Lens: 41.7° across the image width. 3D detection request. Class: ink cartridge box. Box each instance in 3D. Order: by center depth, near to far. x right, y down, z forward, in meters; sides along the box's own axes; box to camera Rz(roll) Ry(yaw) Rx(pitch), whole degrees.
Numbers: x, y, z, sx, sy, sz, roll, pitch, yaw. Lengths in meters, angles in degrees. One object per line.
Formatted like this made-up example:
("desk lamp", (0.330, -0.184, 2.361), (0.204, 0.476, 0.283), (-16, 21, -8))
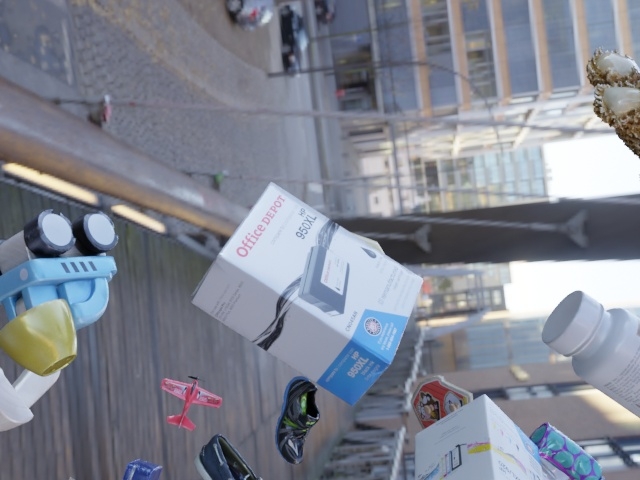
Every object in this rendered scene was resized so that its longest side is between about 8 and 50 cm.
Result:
("ink cartridge box", (0.279, 0.429, 1.463), (0.171, 0.168, 0.232), (45, 24, -18))
("ink cartridge box", (-0.021, 0.102, 1.727), (0.166, 0.395, 0.285), (-56, -177, 40))

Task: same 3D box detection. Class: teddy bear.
("teddy bear", (0.533, -0.167, 1.337), (0.338, 0.113, 0.245), (19, 42, -37))

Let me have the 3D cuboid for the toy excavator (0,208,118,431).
("toy excavator", (-0.624, 0.173, 1.913), (0.433, 0.222, 0.445), (-3, 70, -60))

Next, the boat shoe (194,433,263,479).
("boat shoe", (-0.143, 0.490, 1.651), (0.254, 0.079, 0.095), (46, 18, 26))

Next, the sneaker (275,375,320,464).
("sneaker", (-0.045, 0.382, 1.765), (0.067, 0.078, 0.188), (6, 95, -43))

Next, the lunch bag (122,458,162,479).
("lunch bag", (-0.391, 0.513, 1.825), (0.098, 0.065, 0.067), (60, 49, -79))

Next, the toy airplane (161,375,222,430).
("toy airplane", (-0.308, 0.382, 1.970), (0.028, 0.151, 0.151), (116, -20, -46))

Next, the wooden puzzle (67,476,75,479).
("wooden puzzle", (-0.567, 0.575, 1.922), (0.049, 0.083, 0.006), (-57, -175, -28))

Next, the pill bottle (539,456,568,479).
("pill bottle", (0.429, 0.551, 1.819), (0.124, 0.221, 0.124), (46, -2, 2))

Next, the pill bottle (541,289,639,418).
("pill bottle", (0.472, 0.181, 1.324), (0.131, 0.229, 0.131), (-56, -177, 5))

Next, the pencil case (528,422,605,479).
("pencil case", (0.475, 0.423, 1.636), (0.070, 0.152, 0.064), (-55, -173, -35))

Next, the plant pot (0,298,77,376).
("plant pot", (-0.476, 0.178, 1.455), (0.095, 0.134, 0.134), (55, 3, 10))

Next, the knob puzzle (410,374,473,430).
("knob puzzle", (0.257, 0.384, 1.827), (0.213, 0.030, 0.213), (31, -50, 47))

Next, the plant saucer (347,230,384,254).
("plant saucer", (0.000, 0.000, 2.290), (0.333, 0.333, 0.081), (8, -101, 70))
